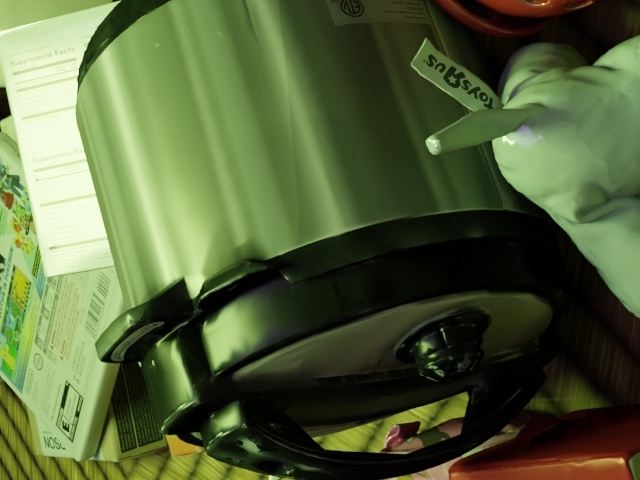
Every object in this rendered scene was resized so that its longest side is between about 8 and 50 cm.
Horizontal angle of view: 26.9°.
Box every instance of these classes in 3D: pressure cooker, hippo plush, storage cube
[{"bbox_3d":[0.001,-0.003,1.128,0.369,0.375,0.421,-22,69,6],"label":"pressure cooker"},{"bbox_3d":[0.249,-0.118,0.980,0.236,0.294,0.234,-38,31,25],"label":"hippo plush"},{"bbox_3d":[0.251,0.241,1.092,0.193,0.183,0.215,-16,88,50],"label":"storage cube"}]

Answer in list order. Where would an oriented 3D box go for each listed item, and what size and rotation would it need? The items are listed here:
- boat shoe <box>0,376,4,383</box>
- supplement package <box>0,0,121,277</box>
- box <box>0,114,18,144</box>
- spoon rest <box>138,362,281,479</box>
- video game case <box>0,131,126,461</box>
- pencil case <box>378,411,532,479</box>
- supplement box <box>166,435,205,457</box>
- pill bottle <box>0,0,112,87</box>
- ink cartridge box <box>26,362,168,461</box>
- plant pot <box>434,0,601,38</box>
[{"bbox_3d":[-0.539,0.006,1.930,0.156,0.186,0.500,28,134,43],"label":"boat shoe"},{"bbox_3d":[-0.193,-0.114,1.449,0.198,0.199,0.263,-10,94,20],"label":"supplement package"},{"bbox_3d":[-0.299,-0.138,1.702,0.275,0.094,0.113,-16,89,51],"label":"box"},{"bbox_3d":[-0.114,0.165,1.568,0.276,0.137,0.084,52,173,17],"label":"spoon rest"},{"bbox_3d":[-0.358,0.075,1.723,0.300,0.036,0.329,41,130,27],"label":"video game case"},{"bbox_3d":[0.171,0.349,1.246,0.160,0.167,0.386,-137,33,-89],"label":"pencil case"},{"bbox_3d":[-0.169,0.143,1.647,0.080,0.078,0.234,-20,85,54],"label":"supplement box"},{"bbox_3d":[-0.446,-0.309,1.720,0.407,0.229,0.229,6,106,49],"label":"pill bottle"},{"bbox_3d":[-0.321,0.198,1.837,0.234,0.088,0.193,-8,93,50],"label":"ink cartridge box"},{"bbox_3d":[0.168,-0.258,1.040,0.174,0.191,0.191,-35,74,53],"label":"plant pot"}]
